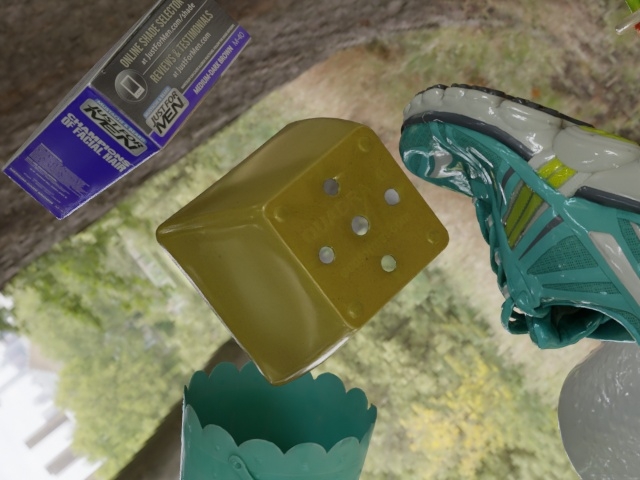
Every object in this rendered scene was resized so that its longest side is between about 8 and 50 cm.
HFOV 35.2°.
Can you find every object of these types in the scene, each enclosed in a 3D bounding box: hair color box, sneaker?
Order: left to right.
[{"bbox_3d":[-0.238,-0.156,1.188,0.110,0.185,0.339,42,151,-16],"label":"hair color box"},{"bbox_3d":[0.113,-0.005,0.495,0.107,0.110,0.275,19,-169,-32],"label":"sneaker"}]

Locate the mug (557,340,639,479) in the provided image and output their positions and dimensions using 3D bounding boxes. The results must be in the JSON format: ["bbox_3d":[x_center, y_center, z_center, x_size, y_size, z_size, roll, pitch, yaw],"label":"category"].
[{"bbox_3d":[0.507,0.173,1.409,0.374,0.276,0.328,63,151,20],"label":"mug"}]

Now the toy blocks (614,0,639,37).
[{"bbox_3d":[0.262,-0.148,0.712,0.054,0.123,0.148,-33,82,51],"label":"toy blocks"}]

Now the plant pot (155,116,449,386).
[{"bbox_3d":[0.000,0.000,1.003,0.212,0.212,0.187,53,156,-9],"label":"plant pot"}]

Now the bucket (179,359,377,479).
[{"bbox_3d":[-0.065,0.299,1.390,0.281,0.281,0.183,28,114,50],"label":"bucket"}]
